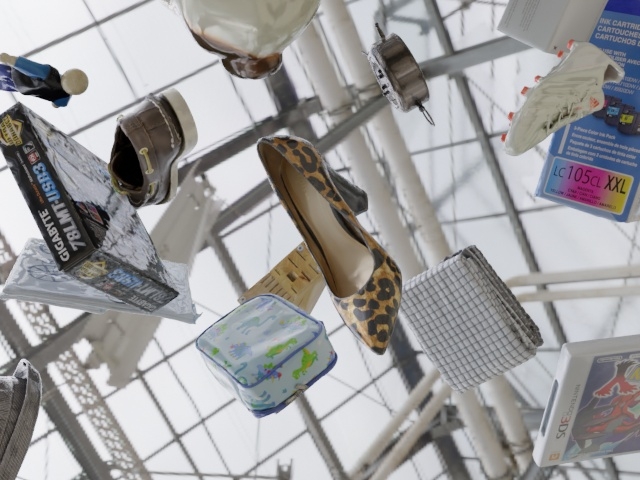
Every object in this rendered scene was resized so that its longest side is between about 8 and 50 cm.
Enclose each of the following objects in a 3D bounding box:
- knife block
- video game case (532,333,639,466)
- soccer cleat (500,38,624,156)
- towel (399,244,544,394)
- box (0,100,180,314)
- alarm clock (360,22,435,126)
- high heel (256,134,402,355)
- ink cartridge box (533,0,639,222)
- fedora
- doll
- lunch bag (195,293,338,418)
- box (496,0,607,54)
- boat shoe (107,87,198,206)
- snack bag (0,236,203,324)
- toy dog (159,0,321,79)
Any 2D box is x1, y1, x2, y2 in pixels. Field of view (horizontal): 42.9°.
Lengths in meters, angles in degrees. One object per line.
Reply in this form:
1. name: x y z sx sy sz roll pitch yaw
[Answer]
1. knife block: -0.074 0.148 1.764 0.275 0.088 0.242 -42 -23 -5
2. video game case: 0.343 0.171 0.886 0.023 0.201 0.183 -106 14 -51
3. soccer cleat: 0.271 -0.156 0.907 0.196 0.076 0.068 -46 -21 -28
4. towel: 0.319 0.171 1.799 0.284 0.235 0.121 54 -140 1
5. box: -0.370 -0.043 1.312 0.293 0.073 0.295 56 -177 22
6. alarm clock: 0.137 -0.262 1.360 0.192 0.064 0.129 58 179 22
7. high heel: 0.000 0.000 0.932 0.186 0.093 0.261 31 -145 -40
8. ink cartridge box: 0.477 -0.234 1.252 0.270 0.151 0.395 -5 -66 -65
9. fedora: -0.464 0.261 1.047 0.124 0.275 0.244 23 -127 -25
10. doll: -0.409 -0.227 1.143 0.129 0.189 0.046 56 -132 -63
11. lunch bag: -0.086 0.177 1.316 0.176 0.219 0.090 -36 -59 -20
12. box: 0.309 -0.304 1.077 0.102 0.087 0.101 -4 -57 -46
13. boat shoe: -0.268 -0.120 1.219 0.097 0.324 0.116 -27 -94 -25
14. snack bag: -0.405 0.075 1.544 0.342 0.323 0.037 10 -77 -15
15. toy dog: -0.055 -0.386 1.010 0.395 0.284 0.408 28 -124 -1
